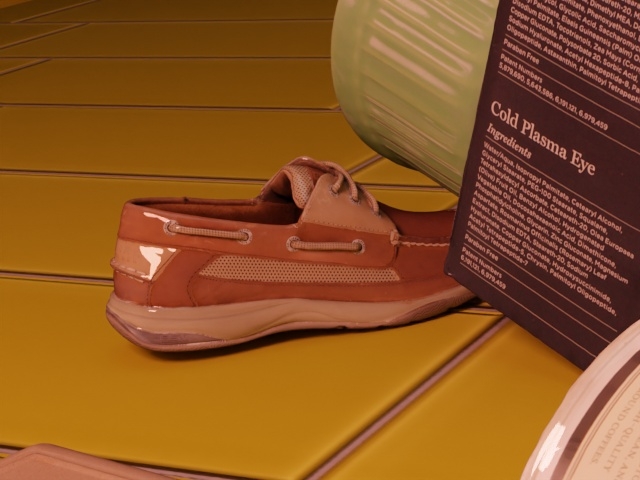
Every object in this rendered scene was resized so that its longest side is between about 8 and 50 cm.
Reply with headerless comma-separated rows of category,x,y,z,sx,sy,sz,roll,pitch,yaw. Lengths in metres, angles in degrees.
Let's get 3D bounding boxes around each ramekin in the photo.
ramekin,0.171,-0.154,1.293,0.303,0.303,0.148,-16,40,-33

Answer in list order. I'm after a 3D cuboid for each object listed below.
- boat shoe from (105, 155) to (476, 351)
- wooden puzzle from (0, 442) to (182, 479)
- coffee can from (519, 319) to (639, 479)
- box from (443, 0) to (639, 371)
boat shoe,0.000,0.000,1.288,0.324,0.116,0.123,-9,15,-25
wooden puzzle,-0.149,0.168,0.894,0.221,0.044,0.238,8,16,41
coffee can,0.218,0.139,0.546,0.201,0.201,0.275,-16,20,-33
box,0.284,-0.109,1.167,0.343,0.312,0.179,-17,38,-36
